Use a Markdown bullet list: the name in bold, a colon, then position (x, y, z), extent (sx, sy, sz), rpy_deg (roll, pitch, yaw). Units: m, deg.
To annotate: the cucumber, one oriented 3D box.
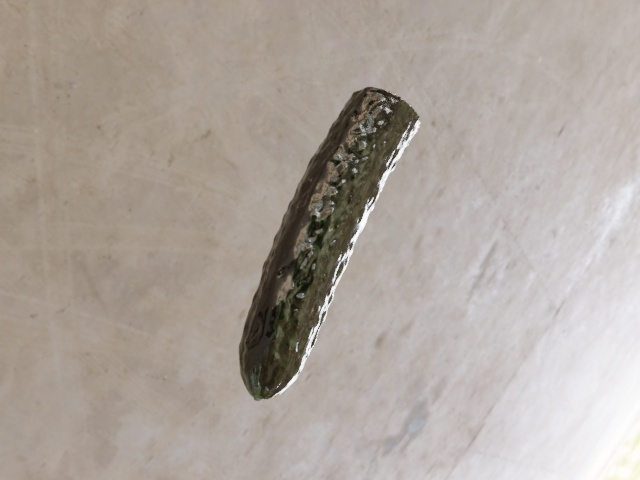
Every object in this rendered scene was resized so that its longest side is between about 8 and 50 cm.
- **cucumber**: position (0.000, 0.000, 0.493), extent (0.058, 0.052, 0.214), rpy_deg (31, 72, -18)
